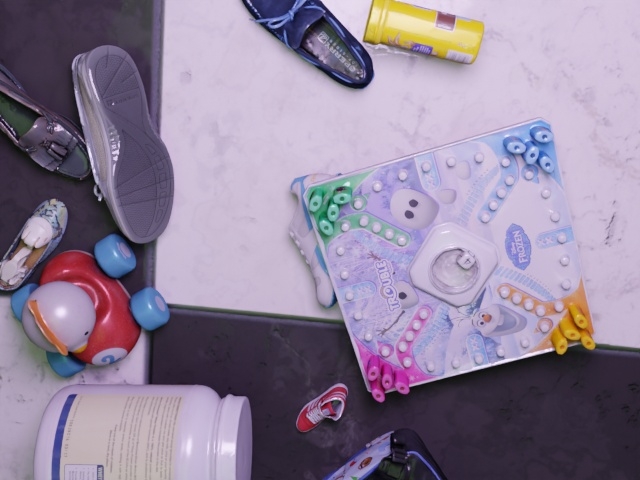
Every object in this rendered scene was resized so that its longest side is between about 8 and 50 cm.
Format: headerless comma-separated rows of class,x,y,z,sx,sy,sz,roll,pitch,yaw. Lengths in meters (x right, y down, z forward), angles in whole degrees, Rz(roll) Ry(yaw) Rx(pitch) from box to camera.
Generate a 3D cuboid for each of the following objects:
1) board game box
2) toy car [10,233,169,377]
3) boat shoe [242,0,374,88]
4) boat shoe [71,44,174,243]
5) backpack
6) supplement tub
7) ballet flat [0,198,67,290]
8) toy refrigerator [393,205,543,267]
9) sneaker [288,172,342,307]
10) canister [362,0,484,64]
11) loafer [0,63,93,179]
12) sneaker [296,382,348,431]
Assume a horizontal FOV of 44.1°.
board game box,0.212,0.046,1.247,0.389,0.050,0.390,-16,110,7
toy car,-0.403,0.134,1.291,0.219,0.238,0.210,-29,100,9
boat shoe,-0.015,-0.339,1.235,0.258,0.089,0.109,32,103,-5
boat shoe,-0.329,-0.153,1.295,0.118,0.103,0.321,-26,109,-37
backpack,0.107,0.479,1.364,0.263,0.213,0.277,-34,93,2
supplement tub,-0.289,0.363,1.341,0.324,0.235,0.236,0,103,3
ballet flat,-0.498,0.013,1.356,0.070,0.070,0.188,33,102,-5
toy refrigerator,0.219,-0.020,1.300,0.269,0.094,0.102,-2,110,4
sneaker,0.000,0.000,1.325,0.092,0.087,0.229,2,103,19
canister,0.156,-0.322,1.214,0.169,0.126,0.073,13,103,-3
loafer,-0.485,-0.190,1.296,0.267,0.084,0.096,41,102,-7
sneaker,0.000,0.306,1.399,0.042,0.067,0.118,44,102,-7
